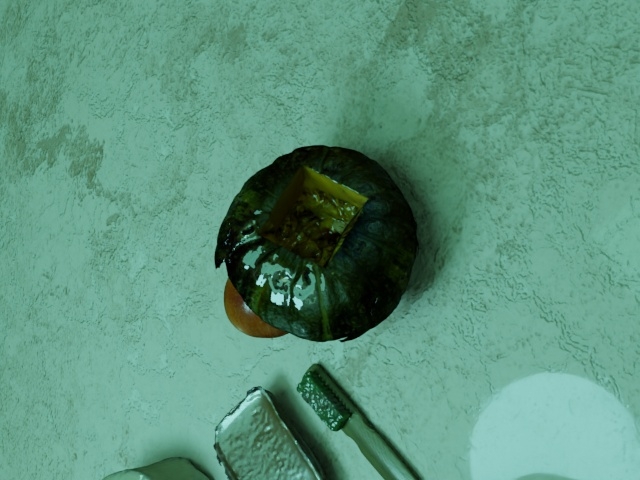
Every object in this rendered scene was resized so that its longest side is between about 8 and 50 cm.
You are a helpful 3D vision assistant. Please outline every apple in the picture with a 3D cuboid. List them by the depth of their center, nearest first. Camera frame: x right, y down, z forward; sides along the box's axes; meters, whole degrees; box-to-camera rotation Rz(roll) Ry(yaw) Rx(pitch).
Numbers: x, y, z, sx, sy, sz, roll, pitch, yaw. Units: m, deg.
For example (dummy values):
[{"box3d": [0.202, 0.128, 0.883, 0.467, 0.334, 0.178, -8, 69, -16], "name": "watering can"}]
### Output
[{"box3d": [-0.088, 0.087, 1.625, 0.163, 0.163, 0.139, 27, 150, 38], "name": "apple"}]

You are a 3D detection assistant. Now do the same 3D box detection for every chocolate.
[{"box3d": [-0.077, 0.400, 1.691, 0.161, 0.083, 0.261, -41, 66, 17], "name": "chocolate"}]

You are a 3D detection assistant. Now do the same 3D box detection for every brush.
[{"box3d": [0.057, 0.319, 1.593, 0.282, 0.048, 0.054, 45, 123, 29], "name": "brush"}]

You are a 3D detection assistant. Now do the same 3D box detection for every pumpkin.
[{"box3d": [0.000, 0.000, 1.475, 0.320, 0.320, 0.192, 56, 169, 24], "name": "pumpkin"}]

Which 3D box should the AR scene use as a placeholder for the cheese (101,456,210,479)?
[{"box3d": [-0.321, 0.609, 1.871, 0.292, 0.153, 0.332, -26, 76, 40], "name": "cheese"}]
